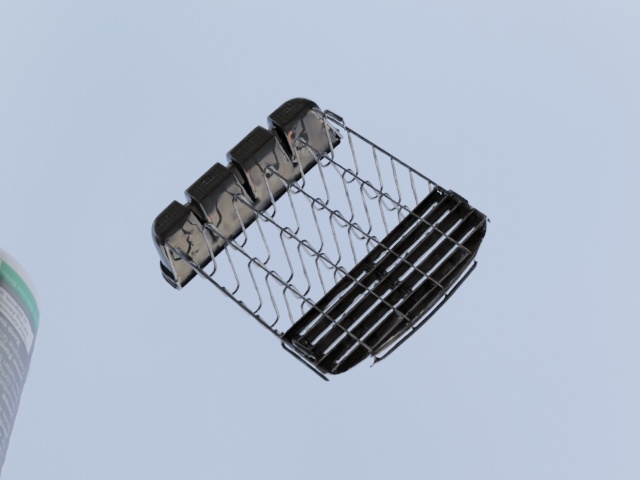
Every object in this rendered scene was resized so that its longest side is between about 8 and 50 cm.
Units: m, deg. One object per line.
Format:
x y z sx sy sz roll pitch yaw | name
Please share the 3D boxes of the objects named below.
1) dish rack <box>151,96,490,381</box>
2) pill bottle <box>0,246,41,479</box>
0.000 0.000 1.035 0.208 0.074 0.271 -44 -128 -14 | dish rack
-0.355 0.167 0.998 0.204 0.204 0.361 15 -139 -12 | pill bottle
